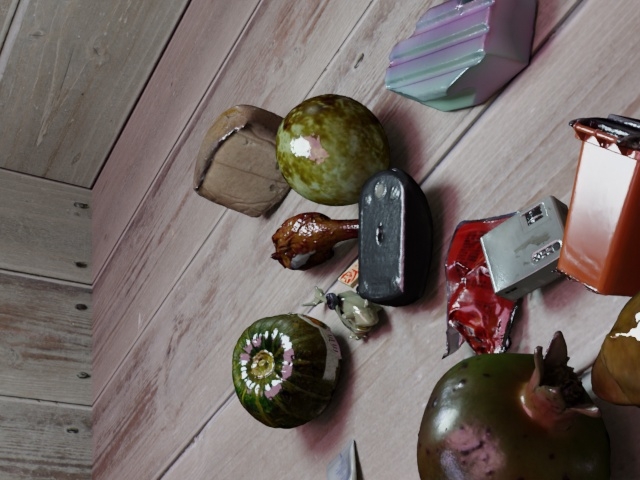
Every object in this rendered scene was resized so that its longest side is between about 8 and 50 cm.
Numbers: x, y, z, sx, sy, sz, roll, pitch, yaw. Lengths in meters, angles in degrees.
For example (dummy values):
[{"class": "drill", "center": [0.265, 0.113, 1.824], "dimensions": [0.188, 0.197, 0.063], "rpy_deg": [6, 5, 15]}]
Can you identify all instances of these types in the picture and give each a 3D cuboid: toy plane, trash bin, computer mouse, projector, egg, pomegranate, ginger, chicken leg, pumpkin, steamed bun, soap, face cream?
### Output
[{"class": "toy plane", "center": [0.046, 0.144, 1.962], "dimensions": [0.286, 0.092, 0.108], "rpy_deg": [24, 124, 60]}, {"class": "trash bin", "center": [0.417, -0.046, 1.266], "dimensions": [0.161, 0.185, 0.238], "rpy_deg": [40, 119, 59]}, {"class": "computer mouse", "center": [0.152, -0.004, 1.801], "dimensions": [0.170, 0.100, 0.269], "rpy_deg": [-8, 78, 59]}, {"class": "projector", "center": [0.339, 0.015, 1.467], "dimensions": [0.147, 0.061, 0.115], "rpy_deg": [-34, 49, 32]}, {"class": "egg", "center": [0.031, -0.189, 1.957], "dimensions": [0.289, 0.238, 0.238], "rpy_deg": [36, 110, 58]}, {"class": "pomegranate", "center": [0.290, 0.265, 1.276], "dimensions": [0.323, 0.291, 0.290], "rpy_deg": [-55, 34, 25]}, {"class": "ginger", "center": [0.455, 0.122, 1.090], "dimensions": [0.269, 0.201, 0.222], "rpy_deg": [22, 99, 61]}, {"class": "chicken leg", "center": [0.000, 0.000, 2.027], "dimensions": [0.407, 0.158, 0.095], "rpy_deg": [-21, 54, 53]}, {"class": "pumpkin", "center": [-0.068, 0.286, 2.004], "dimensions": [0.260, 0.189, 0.260], "rpy_deg": [-19, 58, 33]}, {"class": "steamed bun", "center": [-0.189, -0.229, 2.397], "dimensions": [0.301, 0.252, 0.199], "rpy_deg": [-51, 27, 34]}, {"class": "soap", "center": [0.256, -0.352, 1.756], "dimensions": [0.324, 0.109, 0.192], "rpy_deg": [-4, 75, 60]}, {"class": "face cream", "center": [0.046, 0.516, 1.830], "dimensions": [0.114, 0.070, 0.224], "rpy_deg": [-54, 23, 35]}]

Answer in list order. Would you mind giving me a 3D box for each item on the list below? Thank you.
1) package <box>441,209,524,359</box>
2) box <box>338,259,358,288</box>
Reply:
[{"class": "package", "center": [0.275, 0.077, 1.583], "dimensions": [0.194, 0.071, 0.269], "rpy_deg": [-2, 73, 46]}, {"class": "box", "center": [0.084, 0.060, 1.938], "dimensions": [0.093, 0.015, 0.058], "rpy_deg": [-44, 24, -12]}]
